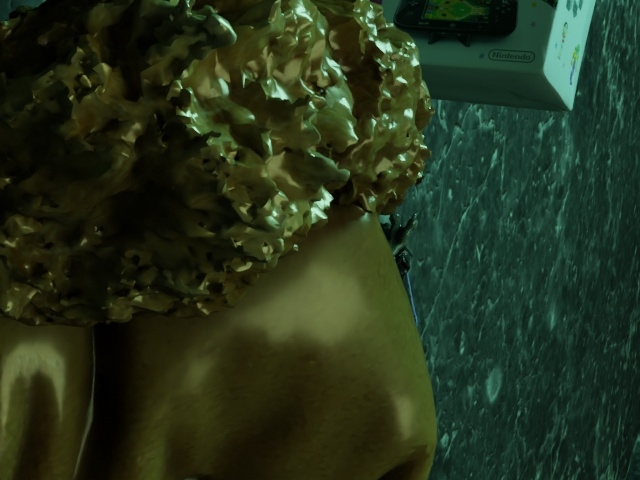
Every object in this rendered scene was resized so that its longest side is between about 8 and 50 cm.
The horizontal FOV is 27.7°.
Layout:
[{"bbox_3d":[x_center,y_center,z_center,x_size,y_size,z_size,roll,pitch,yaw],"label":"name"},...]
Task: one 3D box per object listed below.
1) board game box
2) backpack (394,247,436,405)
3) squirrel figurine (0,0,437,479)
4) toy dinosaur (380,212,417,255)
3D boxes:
[{"bbox_3d":[0.122,-0.270,1.056,0.097,0.224,0.303,31,71,-60],"label":"board game box"},{"bbox_3d":[-0.011,0.089,1.030,0.173,0.117,0.158,-18,104,-32],"label":"backpack"},{"bbox_3d":[-0.132,0.025,0.591,0.370,0.281,0.397,-7,131,-44],"label":"squirrel figurine"},{"bbox_3d":[0.000,0.000,0.958,0.268,0.064,0.118,46,54,-6],"label":"toy dinosaur"}]
